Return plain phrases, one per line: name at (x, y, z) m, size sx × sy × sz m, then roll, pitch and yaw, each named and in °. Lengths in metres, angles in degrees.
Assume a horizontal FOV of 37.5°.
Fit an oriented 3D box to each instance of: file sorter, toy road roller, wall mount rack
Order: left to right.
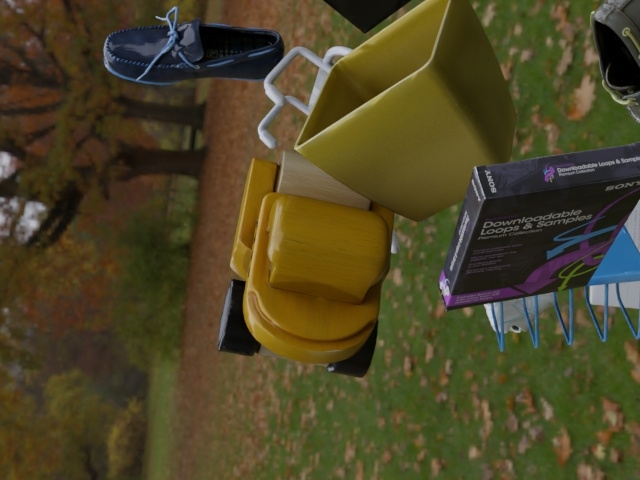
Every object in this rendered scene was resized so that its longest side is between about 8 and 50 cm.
toy road roller at (0.000, 0.000, 1.192) m, size 0.240 × 0.203 × 0.329 m, roll 114°, pitch 166°, yaw -55°
wall mount rack at (0.049, -0.139, 1.435) m, size 0.130 × 0.304 × 0.350 m, roll -52°, pitch -3°, yaw -14°
file sorter at (0.287, 0.058, 1.119) m, size 0.118 × 0.170 × 0.104 m, roll -87°, pitch -11°, yaw -61°

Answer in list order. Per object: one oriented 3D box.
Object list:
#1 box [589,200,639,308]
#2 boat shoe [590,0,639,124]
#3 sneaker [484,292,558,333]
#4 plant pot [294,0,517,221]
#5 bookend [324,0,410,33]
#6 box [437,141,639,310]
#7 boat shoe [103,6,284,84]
box at (0.569, -0.012, 1.329) m, size 0.215 × 0.345 × 0.168 m, roll -47°, pitch -43°, yaw -58°
boat shoe at (0.427, -0.243, 1.290) m, size 0.109 × 0.091 × 0.305 m, roll 47°, pitch 178°, yaw 33°
sneaker at (0.308, 0.109, 1.445) m, size 0.054 × 0.152 × 0.061 m, roll -18°, pitch 80°, yaw 52°
plant pot at (0.127, -0.151, 1.168) m, size 0.212 × 0.187 × 0.212 m, roll -29°, pitch 25°, yaw 35°
bookend at (0.001, -0.280, 0.794) m, size 0.072 × 0.157 × 0.156 m, roll -33°, pitch 64°, yaw 21°
box at (0.150, -0.005, 0.655) m, size 0.162 × 0.116 × 0.029 m, roll 92°, pitch 166°, yaw -59°
boat shoe at (-0.180, -0.286, 1.350) m, size 0.089 × 0.258 × 0.109 m, roll 118°, pitch 143°, yaw -66°
